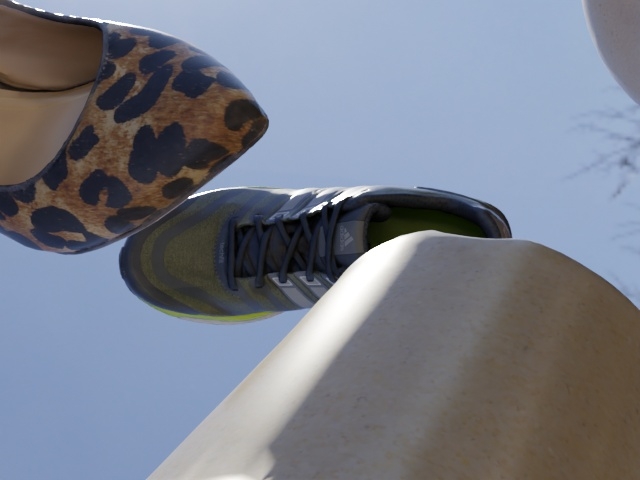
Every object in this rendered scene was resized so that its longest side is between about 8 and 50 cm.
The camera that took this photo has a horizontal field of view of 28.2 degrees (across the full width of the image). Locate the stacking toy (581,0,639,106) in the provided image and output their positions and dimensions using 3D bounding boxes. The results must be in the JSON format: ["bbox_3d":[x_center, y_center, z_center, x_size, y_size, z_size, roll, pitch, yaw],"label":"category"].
[{"bbox_3d":[0.472,-0.194,1.003,0.479,0.350,0.351,16,-97,-39],"label":"stacking toy"}]

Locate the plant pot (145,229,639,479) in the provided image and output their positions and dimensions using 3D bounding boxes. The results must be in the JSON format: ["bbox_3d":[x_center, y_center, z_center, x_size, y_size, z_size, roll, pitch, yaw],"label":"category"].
[{"bbox_3d":[0.046,0.166,0.638,0.305,0.333,0.334,-54,-46,-45],"label":"plant pot"}]

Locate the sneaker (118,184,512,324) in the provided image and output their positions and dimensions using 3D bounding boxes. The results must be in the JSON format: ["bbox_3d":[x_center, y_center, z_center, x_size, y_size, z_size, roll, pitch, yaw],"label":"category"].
[{"bbox_3d":[0.000,0.000,0.934,0.121,0.299,0.111,96,168,-81],"label":"sneaker"}]

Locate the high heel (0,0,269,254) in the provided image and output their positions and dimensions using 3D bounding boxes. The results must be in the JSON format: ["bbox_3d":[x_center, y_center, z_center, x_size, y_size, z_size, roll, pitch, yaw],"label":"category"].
[{"bbox_3d":[-0.155,-0.074,0.494,0.186,0.261,0.093,37,-113,-39],"label":"high heel"}]
